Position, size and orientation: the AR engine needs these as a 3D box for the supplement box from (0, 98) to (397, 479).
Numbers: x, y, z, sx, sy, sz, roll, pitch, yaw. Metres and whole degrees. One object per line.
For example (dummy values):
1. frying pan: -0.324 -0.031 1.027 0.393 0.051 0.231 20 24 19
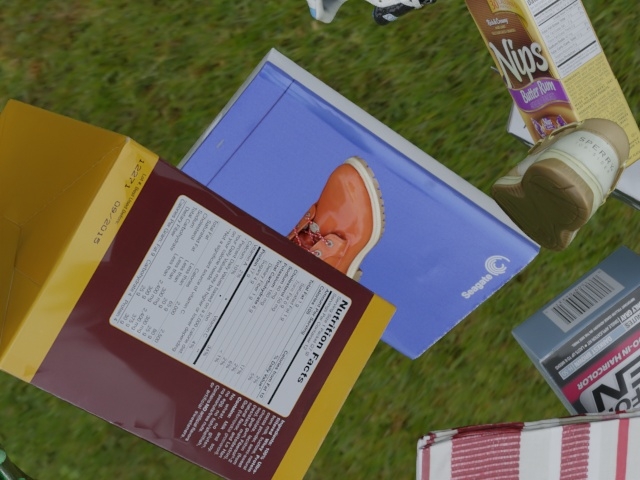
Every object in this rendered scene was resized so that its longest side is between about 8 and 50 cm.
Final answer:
1. supplement box: -0.102 0.031 0.764 0.194 0.191 0.129 33 83 -32

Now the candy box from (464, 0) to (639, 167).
1. candy box: 0.197 -0.147 1.138 0.053 0.109 0.186 -34 113 -11

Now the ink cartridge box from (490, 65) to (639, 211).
1. ink cartridge box: 0.339 -0.089 1.558 0.333 0.165 0.065 36 97 37

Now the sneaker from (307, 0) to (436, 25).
1. sneaker: 0.094 -0.248 1.258 0.237 0.085 0.086 0 95 28

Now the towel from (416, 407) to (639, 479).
1. towel: 0.267 0.313 1.544 0.329 0.037 0.237 -5 108 -12

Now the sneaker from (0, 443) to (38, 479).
1. sneaker: -0.269 0.142 0.867 0.410 0.158 0.182 44 145 -1

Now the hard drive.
1. hard drive: 0.027 -0.025 1.315 0.319 0.040 0.210 33 131 -13

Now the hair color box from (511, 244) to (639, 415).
1. hair color box: 0.428 0.211 1.704 0.185 0.113 0.374 -38 111 1

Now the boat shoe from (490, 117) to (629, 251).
1. boat shoe: 0.121 -0.028 0.663 0.050 0.135 0.045 45 82 -1

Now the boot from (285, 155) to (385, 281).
1. boot: 0.000 0.000 1.104 0.059 0.084 0.158 51 142 31
